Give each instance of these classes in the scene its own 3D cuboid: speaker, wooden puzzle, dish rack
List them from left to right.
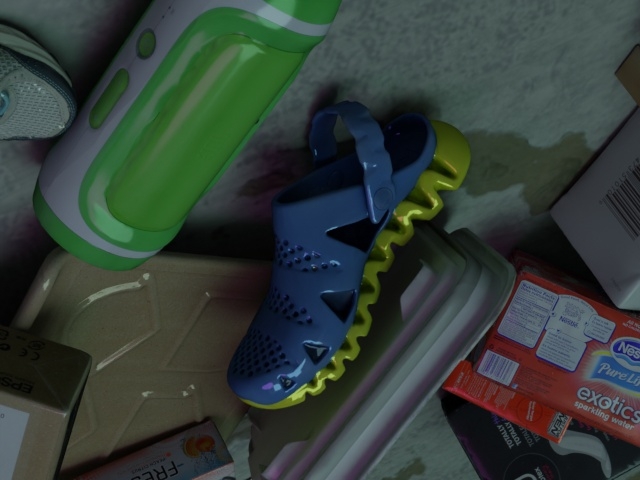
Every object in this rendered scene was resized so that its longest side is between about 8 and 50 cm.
[{"bbox_3d":[-0.184,0.115,1.395,0.348,0.080,0.322,2,134,-41],"label":"wooden puzzle"},{"bbox_3d":[-0.107,-0.115,1.126,0.131,0.131,0.296,13,127,-42],"label":"speaker"},{"bbox_3d":[0.036,0.118,1.376,0.072,0.285,0.333,36,95,-13],"label":"dish rack"}]

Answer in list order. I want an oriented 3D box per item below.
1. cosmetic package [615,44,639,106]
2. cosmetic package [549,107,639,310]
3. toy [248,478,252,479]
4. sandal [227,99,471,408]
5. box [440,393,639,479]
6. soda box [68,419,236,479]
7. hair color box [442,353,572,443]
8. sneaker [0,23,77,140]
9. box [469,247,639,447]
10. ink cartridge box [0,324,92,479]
[{"bbox_3d":[0.345,-0.136,1.402,0.060,0.115,0.041,7,132,-37],"label":"cosmetic package"},{"bbox_3d":[0.473,-0.029,1.582,0.385,0.156,0.217,9,130,-41],"label":"cosmetic package"},{"bbox_3d":[-0.103,0.365,1.753,0.237,0.056,0.137,-28,145,0],"label":"toy"},{"bbox_3d":[0.000,0.000,1.286,0.138,0.126,0.317,37,76,-35],"label":"sandal"},{"bbox_3d":[0.298,0.199,1.690,0.270,0.165,0.143,-29,180,2],"label":"box"},{"bbox_3d":[-0.179,0.252,1.451,0.183,0.058,0.063,-21,145,-15],"label":"soda box"},{"bbox_3d":[0.206,0.169,1.584,0.072,0.141,0.043,-43,158,-82],"label":"hair color box"},{"bbox_3d":[-0.300,-0.093,1.027,0.283,0.122,0.110,6,132,-37],"label":"sneaker"},{"bbox_3d":[0.300,0.123,1.543,0.257,0.122,0.128,23,102,-1],"label":"box"},{"bbox_3d":[-0.334,0.155,1.226,0.235,0.088,0.193,18,122,-4],"label":"ink cartridge box"}]
